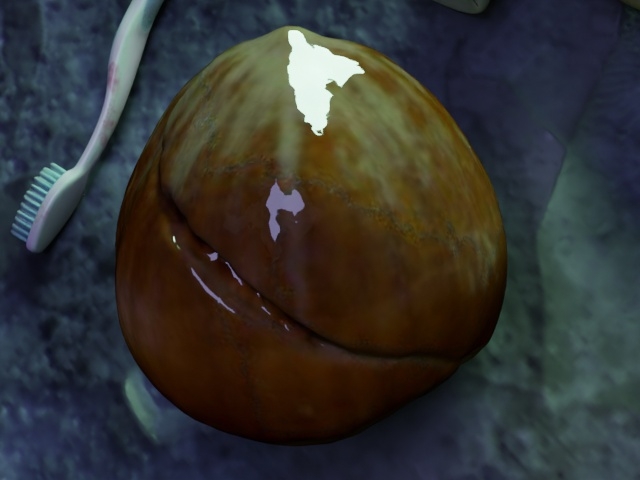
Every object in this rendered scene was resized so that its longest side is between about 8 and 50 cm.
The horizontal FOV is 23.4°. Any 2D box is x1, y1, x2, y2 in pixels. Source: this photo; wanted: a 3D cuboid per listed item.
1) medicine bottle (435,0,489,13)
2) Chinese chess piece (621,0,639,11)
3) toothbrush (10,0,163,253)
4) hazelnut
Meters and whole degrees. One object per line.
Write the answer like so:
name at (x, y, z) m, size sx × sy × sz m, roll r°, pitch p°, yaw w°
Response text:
medicine bottle at (0.072, -0.157, 0.728) m, size 0.057 × 0.057 × 0.089 m, roll 28°, pitch 87°, yaw 24°
Chinese chess piece at (0.169, -0.160, 0.697) m, size 0.122 × 0.051 × 0.122 m, roll -5°, pitch 74°, yaw 18°
toothbrush at (-0.089, -0.115, 0.797) m, size 0.027 × 0.021 × 0.269 m, roll 26°, pitch 85°, yaw 19°
hazelnut at (0.000, 0.000, 0.658) m, size 0.182 × 0.182 × 0.182 m, roll -5°, pitch 74°, yaw 19°
